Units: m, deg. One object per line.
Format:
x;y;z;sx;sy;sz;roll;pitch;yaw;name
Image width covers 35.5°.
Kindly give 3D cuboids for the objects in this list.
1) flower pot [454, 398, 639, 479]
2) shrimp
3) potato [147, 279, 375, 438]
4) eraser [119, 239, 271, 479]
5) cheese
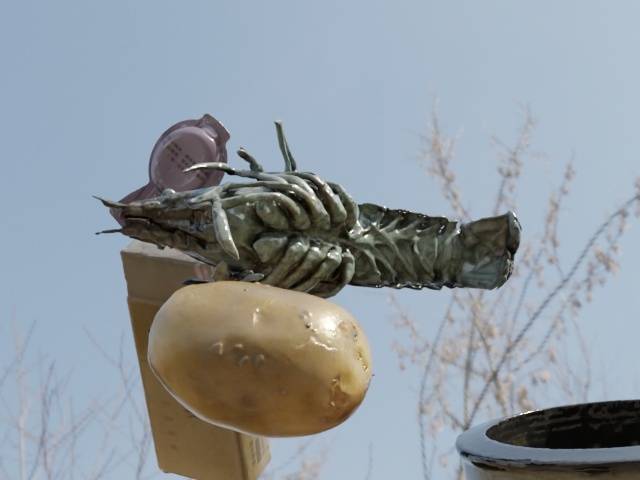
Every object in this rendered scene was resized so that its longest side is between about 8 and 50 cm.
0.288;0.330;0.934;0.294;0.330;0.293;-6;-3;0;flower pot
-0.005;0.000;0.973;0.411;0.221;0.166;8;-7;-28;shrimp
-0.047;0.090;0.758;0.178;0.118;0.109;9;-76;19;potato
-0.153;0.155;1.259;0.144;0.078;0.343;7;-60;23;eraser
-0.187;-0.078;1.277;0.191;0.105;0.042;-48;-14;11;cheese
